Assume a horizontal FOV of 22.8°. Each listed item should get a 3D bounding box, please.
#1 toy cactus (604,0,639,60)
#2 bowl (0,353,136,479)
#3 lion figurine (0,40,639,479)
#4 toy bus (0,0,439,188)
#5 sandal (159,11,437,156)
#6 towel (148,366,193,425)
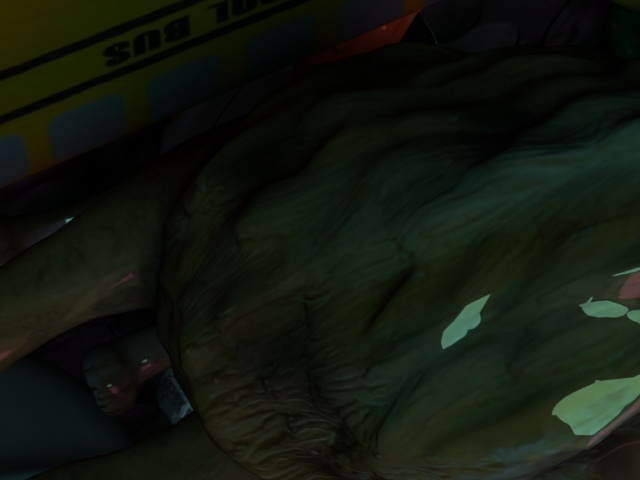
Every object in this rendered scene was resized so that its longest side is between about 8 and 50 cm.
[{"bbox_3d":[0.190,-0.105,0.782,0.219,0.112,0.180,-3,164,-41],"label":"toy cactus"},{"bbox_3d":[-0.211,0.126,0.701,0.297,0.134,0.298,-22,154,-11],"label":"bowl"},{"bbox_3d":[0.000,0.000,0.517,0.240,0.142,0.392,-27,-162,2],"label":"lion figurine"},{"bbox_3d":[-0.103,-0.090,0.478,0.332,0.108,0.130,-25,155,-13],"label":"toy bus"},{"bbox_3d":[0.016,-0.074,0.660,0.102,0.076,0.265,-8,146,-38],"label":"sandal"},{"bbox_3d":[0.034,0.054,0.812,0.235,0.121,0.284,-35,170,-8],"label":"towel"}]
